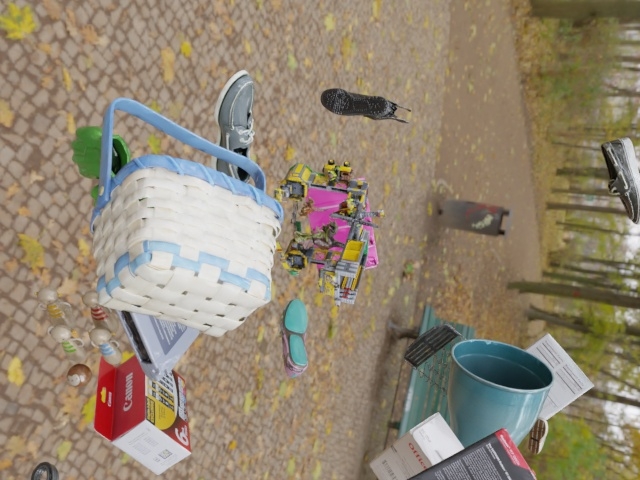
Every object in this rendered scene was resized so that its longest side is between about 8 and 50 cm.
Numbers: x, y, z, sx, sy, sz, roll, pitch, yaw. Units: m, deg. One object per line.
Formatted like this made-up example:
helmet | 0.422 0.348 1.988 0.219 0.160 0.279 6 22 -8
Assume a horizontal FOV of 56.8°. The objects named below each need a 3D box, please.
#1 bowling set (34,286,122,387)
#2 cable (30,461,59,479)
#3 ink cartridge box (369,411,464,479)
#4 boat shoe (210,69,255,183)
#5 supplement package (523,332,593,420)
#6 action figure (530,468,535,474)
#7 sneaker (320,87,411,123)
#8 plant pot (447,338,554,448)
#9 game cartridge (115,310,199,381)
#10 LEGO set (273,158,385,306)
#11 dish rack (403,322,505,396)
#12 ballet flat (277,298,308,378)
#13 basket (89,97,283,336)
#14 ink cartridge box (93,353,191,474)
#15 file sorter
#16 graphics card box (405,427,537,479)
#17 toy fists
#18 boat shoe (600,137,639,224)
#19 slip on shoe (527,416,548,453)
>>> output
bowling set | -0.530 0.221 1.369 0.154 0.286 0.200 85 4 -47
cable | -0.622 0.655 1.400 0.139 0.287 0.072 -53 136 -11
ink cartridge box | 0.277 0.615 1.571 0.117 0.207 0.283 -21 154 -33
boat shoe | -0.192 -0.264 1.439 0.116 0.099 0.319 -40 161 -39
supplement package | 0.683 0.450 1.876 0.262 0.198 0.199 -41 161 11
action figure | 0.540 0.635 1.580 0.115 0.030 0.038 12 118 -54
sneaker | 0.091 -0.266 1.184 0.089 0.170 0.051 -10 111 -70
plant pot | 0.469 0.446 1.621 0.271 0.271 0.255 -28 129 -62
game cartridge | -0.367 0.145 1.340 0.198 0.062 0.297 -62 148 -52
LEGO set | 0.000 0.000 1.351 0.192 0.254 0.331 -68 172 -48
dish rack | 0.395 0.381 1.777 0.208 0.271 0.074 -45 -168 22
ballet flat | -0.074 0.249 1.494 0.079 0.076 0.222 -51 -150 34
basket | -0.181 -0.037 0.789 0.254 0.201 0.289 24 51 -33
ink cartridge box | -0.527 0.485 1.767 0.272 0.130 0.309 52 6 -34
file sorter | 0.064 -0.044 1.869 0.182 0.202 0.291 -53 134 -85
graphics card box | 0.289 0.577 1.226 0.370 0.233 0.094 -19 155 -23
toy fists | -0.500 -0.145 1.419 0.096 0.142 0.279 -51 140 -41
boat shoe | 0.746 -0.141 1.464 0.078 0.070 0.219 29 48 -83
slip on shoe | 0.647 0.571 1.751 0.041 0.051 0.135 -27 125 -40
